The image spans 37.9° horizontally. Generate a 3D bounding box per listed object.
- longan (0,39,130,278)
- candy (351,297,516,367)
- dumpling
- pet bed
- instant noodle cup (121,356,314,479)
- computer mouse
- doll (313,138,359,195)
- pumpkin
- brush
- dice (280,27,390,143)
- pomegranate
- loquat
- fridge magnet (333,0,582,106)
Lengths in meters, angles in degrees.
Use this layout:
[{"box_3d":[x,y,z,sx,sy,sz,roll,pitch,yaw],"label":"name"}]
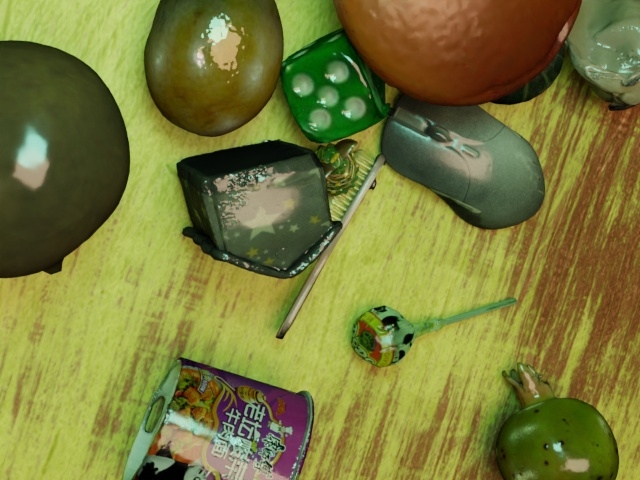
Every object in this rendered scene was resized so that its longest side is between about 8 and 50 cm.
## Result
[{"box_3d":[-0.365,-0.095,1.097,0.297,0.297,0.297,-3,99,-20],"label":"longan"},{"box_3d":[0.185,0.123,1.460,0.305,0.083,0.091,-14,86,-26],"label":"candy"},{"box_3d":[0.483,-0.308,1.470,0.293,0.204,0.163,-28,137,-30],"label":"dumpling"},{"box_3d":[-0.085,-0.038,1.252,0.183,0.211,0.159,-15,106,-19],"label":"pet bed"},{"box_3d":[-0.148,0.285,1.271,0.190,0.251,0.251,26,88,-12],"label":"instant noodle cup"},{"box_3d":[0.201,-0.138,1.413,0.379,0.090,0.167,26,87,-20],"label":"computer mouse"},{"box_3d":[0.010,-0.114,1.300,0.076,0.113,0.078,41,86,19],"label":"doll"},{"box_3d":[0.279,-0.286,1.397,0.167,0.125,0.167,-3,103,-12],"label":"pumpkin"},{"box_3d":[-0.001,-0.001,1.374,0.067,0.072,0.313,28,88,4],"label":"brush"},{"box_3d":[0.020,-0.215,1.291,0.120,0.128,0.131,-19,109,21],"label":"dice"},{"box_3d":[0.361,0.318,1.485,0.198,0.198,0.246,-33,95,-13],"label":"pomegranate"},{"box_3d":[-0.136,-0.252,1.224,0.179,0.179,0.227,14,101,-21],"label":"loquat"},{"box_3d":[0.183,-0.360,1.234,0.363,0.155,0.363,-3,100,-15],"label":"fridge magnet"}]
